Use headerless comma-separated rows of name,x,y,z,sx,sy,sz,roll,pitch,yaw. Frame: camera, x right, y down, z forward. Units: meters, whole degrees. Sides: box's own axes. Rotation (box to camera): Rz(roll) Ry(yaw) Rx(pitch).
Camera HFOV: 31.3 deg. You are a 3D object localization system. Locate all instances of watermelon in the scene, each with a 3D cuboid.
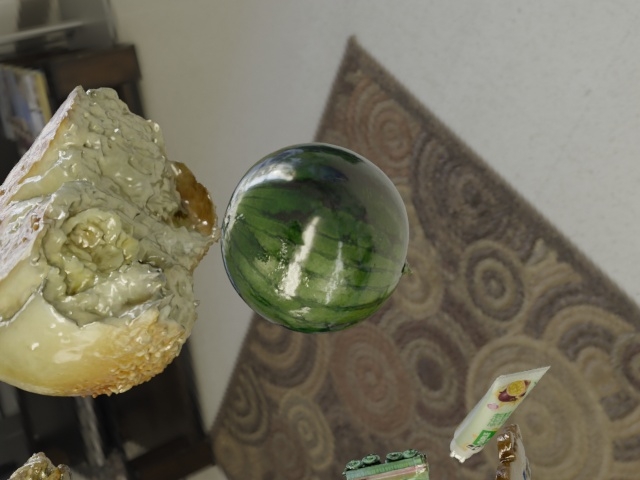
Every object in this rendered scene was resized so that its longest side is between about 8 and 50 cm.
watermelon,-0.005,-0.002,1.442,0.242,0.242,0.242,25,125,43

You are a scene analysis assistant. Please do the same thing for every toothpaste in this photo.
toothpaste,0.258,0.258,1.721,0.056,0.058,0.314,32,149,7

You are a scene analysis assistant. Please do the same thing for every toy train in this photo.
toy train,0.110,0.388,1.923,0.071,0.148,0.038,-101,-1,-66

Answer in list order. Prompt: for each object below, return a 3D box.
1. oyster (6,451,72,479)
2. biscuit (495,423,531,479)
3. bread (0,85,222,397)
oyster,-0.417,0.466,1.613,0.198,0.133,0.337,6,96,46
biscuit,0.321,0.407,1.877,0.039,0.236,0.180,-7,112,18
bread,-0.190,0.029,0.901,0.192,0.171,0.314,-46,27,15
